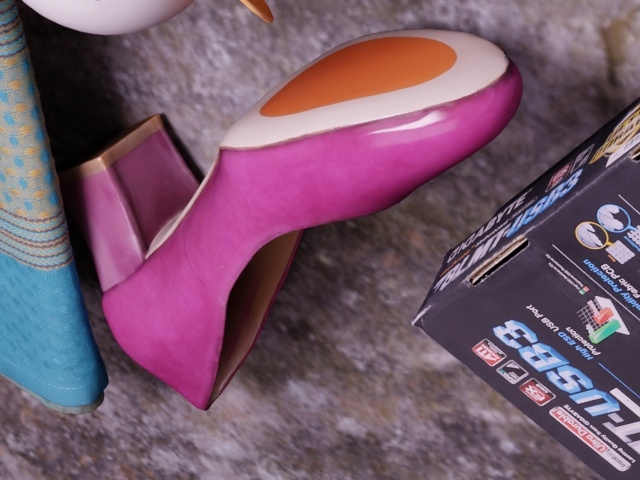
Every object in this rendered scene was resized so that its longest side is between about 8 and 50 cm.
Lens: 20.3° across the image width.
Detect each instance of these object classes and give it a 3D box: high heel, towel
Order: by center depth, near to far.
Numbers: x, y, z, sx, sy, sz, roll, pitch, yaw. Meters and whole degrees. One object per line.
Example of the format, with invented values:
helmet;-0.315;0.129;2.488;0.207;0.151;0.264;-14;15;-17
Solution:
high heel;0.000;0.000;0.979;0.377;0.127;0.181;-9;115;54
towel;-0.249;-0.078;1.079;0.271;0.040;0.370;27;140;31

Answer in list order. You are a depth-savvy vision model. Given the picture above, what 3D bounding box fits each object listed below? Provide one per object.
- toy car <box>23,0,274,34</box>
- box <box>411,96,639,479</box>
toy car;-0.125;-0.159;0.783;0.238;0.210;0.219;26;100;2
box;0.245;0.050;0.919;0.295;0.073;0.293;39;139;-8
